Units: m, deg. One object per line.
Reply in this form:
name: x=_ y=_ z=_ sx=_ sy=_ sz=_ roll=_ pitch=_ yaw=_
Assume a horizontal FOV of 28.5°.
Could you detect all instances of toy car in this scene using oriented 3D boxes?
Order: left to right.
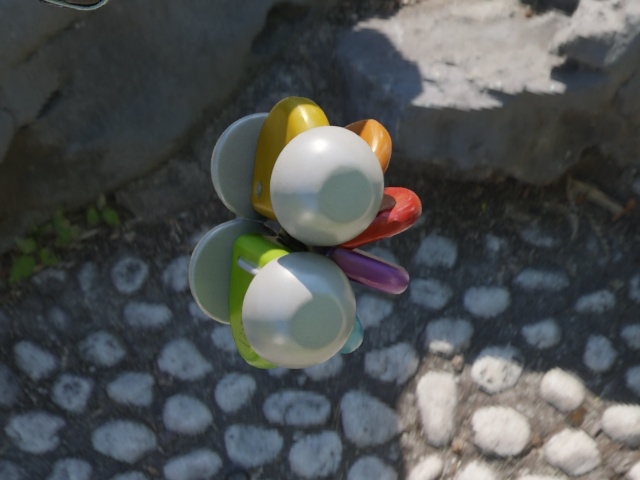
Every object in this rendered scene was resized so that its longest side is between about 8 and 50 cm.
toy car: x=0.000 y=0.000 z=0.848 sx=0.136 sy=0.159 sz=0.182 roll=9 pitch=97 yaw=-28

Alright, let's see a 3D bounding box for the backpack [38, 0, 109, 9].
backpack: x=-0.255 y=-0.330 z=1.000 sx=0.253 sy=0.225 sz=0.191 roll=16 pitch=30 yaw=-25
